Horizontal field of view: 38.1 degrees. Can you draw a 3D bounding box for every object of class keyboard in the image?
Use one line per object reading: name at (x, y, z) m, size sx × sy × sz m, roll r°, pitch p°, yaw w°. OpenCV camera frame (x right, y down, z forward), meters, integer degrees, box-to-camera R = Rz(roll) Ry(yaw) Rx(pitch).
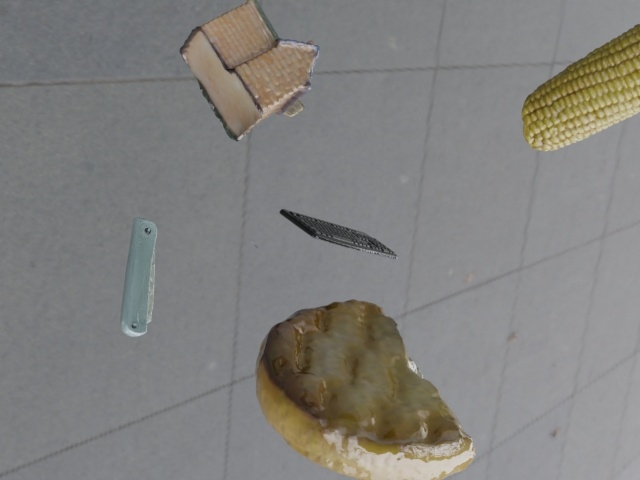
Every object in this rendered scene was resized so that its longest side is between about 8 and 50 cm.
keyboard at (0.005, -0.012, 1.597) m, size 0.381 × 0.103 × 0.041 m, roll 4°, pitch 116°, yaw -52°

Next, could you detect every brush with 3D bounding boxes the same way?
brush at (-0.103, -0.331, 2.023) m, size 0.051 × 0.164 × 0.014 m, roll -36°, pitch 159°, yaw -18°

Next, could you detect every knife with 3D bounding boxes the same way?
knife at (-0.241, 0.050, 1.243) m, size 0.044 × 0.023 × 0.162 m, roll 15°, pitch 70°, yaw -33°

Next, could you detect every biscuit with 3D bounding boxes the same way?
biscuit at (0.033, 0.161, 1.002) m, size 0.213 × 0.274 × 0.091 m, roll 5°, pitch 118°, yaw -14°

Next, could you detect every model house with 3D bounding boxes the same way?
model house at (-0.103, -0.292, 1.513) m, size 0.172 × 0.166 × 0.183 m, roll -36°, pitch 95°, yaw -22°

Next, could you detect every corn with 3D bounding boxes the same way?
corn at (0.511, -0.276, 1.569) m, size 0.144 × 0.387 × 0.143 m, roll 31°, pitch 47°, yaw -40°
